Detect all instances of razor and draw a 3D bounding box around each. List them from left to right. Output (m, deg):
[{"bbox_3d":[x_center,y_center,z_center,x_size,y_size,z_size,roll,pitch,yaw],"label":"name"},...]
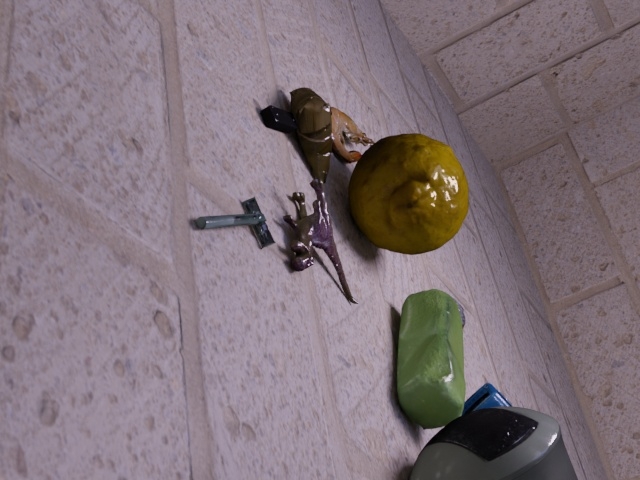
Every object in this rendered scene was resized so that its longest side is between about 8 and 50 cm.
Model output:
[{"bbox_3d":[-0.127,-0.029,1.384,0.084,0.035,0.211,64,17,8],"label":"razor"}]

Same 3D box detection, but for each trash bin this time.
[{"bbox_3d":[0.339,0.501,1.583,0.432,0.280,0.280,65,18,-4],"label":"trash bin"}]

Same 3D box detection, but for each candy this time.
[{"bbox_3d":[0.227,0.236,1.866,0.344,0.131,0.142,-77,157,-60],"label":"candy"}]

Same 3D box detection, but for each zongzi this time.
[{"bbox_3d":[-0.017,-0.223,1.915,0.160,0.078,0.176,-110,-169,-63],"label":"zongzi"}]

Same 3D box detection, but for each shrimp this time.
[{"bbox_3d":[0.067,-0.240,2.170,0.236,0.053,0.133,20,45,-61],"label":"shrimp"}]

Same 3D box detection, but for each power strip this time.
[{"bbox_3d":[-0.080,-0.236,1.797,0.111,0.029,0.038,5,61,-66],"label":"power strip"}]

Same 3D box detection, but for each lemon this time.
[{"bbox_3d":[0.193,-0.101,2.003,0.286,0.285,0.316,71,12,19],"label":"lemon"}]

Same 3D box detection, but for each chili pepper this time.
[{"bbox_3d":[0.357,0.192,2.414,0.153,0.041,0.050,47,67,-43],"label":"chili pepper"}]

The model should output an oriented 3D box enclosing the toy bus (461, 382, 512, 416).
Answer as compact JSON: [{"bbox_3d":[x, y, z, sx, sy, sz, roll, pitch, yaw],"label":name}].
[{"bbox_3d":[0.422,0.441,2.021,0.246,0.113,0.134,47,0,0],"label":"toy bus"}]

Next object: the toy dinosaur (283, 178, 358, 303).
[{"bbox_3d":[-0.005,0.001,1.667,0.251,0.072,0.200,49,30,-69],"label":"toy dinosaur"}]
